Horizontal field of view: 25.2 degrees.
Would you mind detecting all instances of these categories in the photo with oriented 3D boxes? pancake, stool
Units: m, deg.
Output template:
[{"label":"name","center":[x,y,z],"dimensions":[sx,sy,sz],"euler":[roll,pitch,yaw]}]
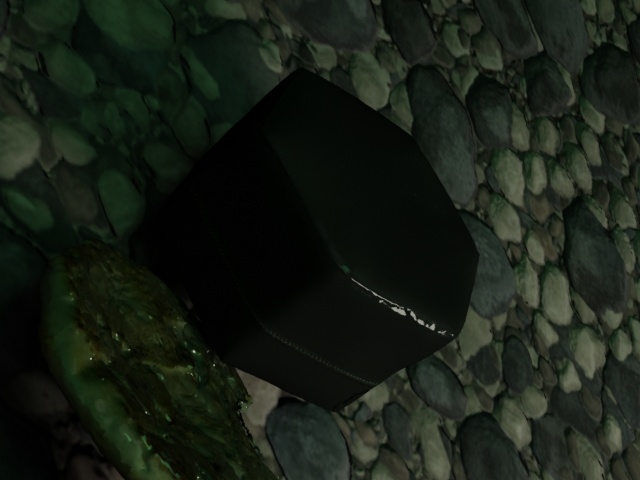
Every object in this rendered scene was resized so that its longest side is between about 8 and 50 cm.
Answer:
[{"label":"pancake","center":[-0.096,0.103,0.922],"dimensions":[0.253,0.037,0.253],"euler":[51,13,-16]},{"label":"stool","center":[0.000,0.000,1.060],"dimensions":[0.232,0.141,0.232],"euler":[34,36,-29]}]
